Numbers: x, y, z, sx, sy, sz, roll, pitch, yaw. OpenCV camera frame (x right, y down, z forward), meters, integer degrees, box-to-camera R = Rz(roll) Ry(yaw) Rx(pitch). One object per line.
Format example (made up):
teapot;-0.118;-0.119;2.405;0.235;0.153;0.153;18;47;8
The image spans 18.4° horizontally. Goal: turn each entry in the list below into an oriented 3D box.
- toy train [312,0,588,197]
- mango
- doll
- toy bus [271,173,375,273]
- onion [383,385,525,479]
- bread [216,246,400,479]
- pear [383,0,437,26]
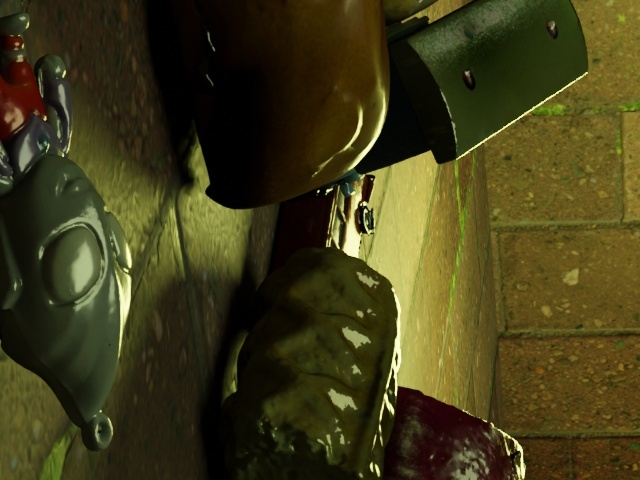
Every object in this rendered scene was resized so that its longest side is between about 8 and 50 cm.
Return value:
toy train;0.094;-0.144;1.763;0.300;0.202;0.131;-34;102;-51
mango;-0.029;-0.159;1.433;0.287;0.153;0.201;81;4;-47
doll;-0.141;-0.001;1.004;0.102;0.075;0.227;-25;103;-61
toy bus;0.000;0.000;1.808;0.096;0.073;0.235;69;21;-43
onion;0.061;0.241;1.734;0.206;0.216;0.207;54;44;-67
bread;-0.002;0.117;1.587;0.267;0.130;0.152;-75;154;-51
pear;0.056;-0.263;1.706;0.178;0.178;0.178;-1;90;-80
